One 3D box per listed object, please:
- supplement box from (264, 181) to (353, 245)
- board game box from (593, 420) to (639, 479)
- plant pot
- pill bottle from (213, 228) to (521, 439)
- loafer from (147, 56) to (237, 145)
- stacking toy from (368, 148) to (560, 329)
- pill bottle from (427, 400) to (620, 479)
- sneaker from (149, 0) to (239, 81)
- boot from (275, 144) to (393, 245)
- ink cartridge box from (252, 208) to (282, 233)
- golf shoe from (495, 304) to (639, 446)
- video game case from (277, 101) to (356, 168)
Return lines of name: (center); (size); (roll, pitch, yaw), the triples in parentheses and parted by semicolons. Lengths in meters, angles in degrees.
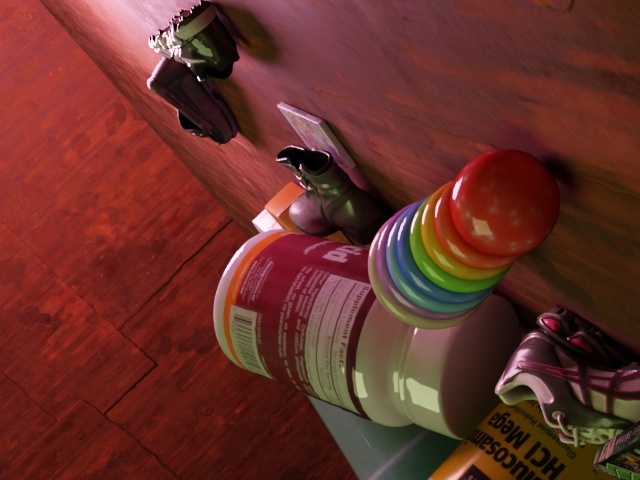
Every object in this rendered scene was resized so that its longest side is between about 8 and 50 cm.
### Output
supplement box: (0.000, 0.000, 1.690); (0.233, 0.080, 0.078); (47, 174, -29)
board game box: (0.338, 0.183, 0.756); (0.136, 0.030, 0.259); (22, 155, 7)
plant pot: (0.141, 0.257, 1.499); (0.334, 0.341, 0.341); (52, 174, 18)
pill bottle: (0.059, 0.123, 1.241); (0.392, 0.224, 0.224); (14, 152, 40)
loafer: (-0.230, -0.240, 1.583); (0.109, 0.095, 0.302); (43, 171, 19)
stacking toy: (0.134, -0.005, 0.858); (0.141, 0.141, 0.330); (44, 167, 6)
pill bottle: (0.241, 0.300, 1.059); (0.188, 0.334, 0.188); (44, 171, 8)
sneaker: (-0.171, -0.263, 1.242); (0.106, 0.078, 0.234); (51, 168, -19)
boot: (-0.007, -0.081, 1.315); (0.161, 0.083, 0.246); (47, 164, -25)
ink cartridge box: (-0.067, -0.026, 1.846); (0.122, 0.088, 0.052); (40, 170, 34)
golf shoe: (0.303, 0.177, 0.920); (0.273, 0.120, 0.105); (32, 163, 53)
video game case: (-0.006, -0.145, 1.237); (0.087, 0.011, 0.122); (51, 170, -34)
